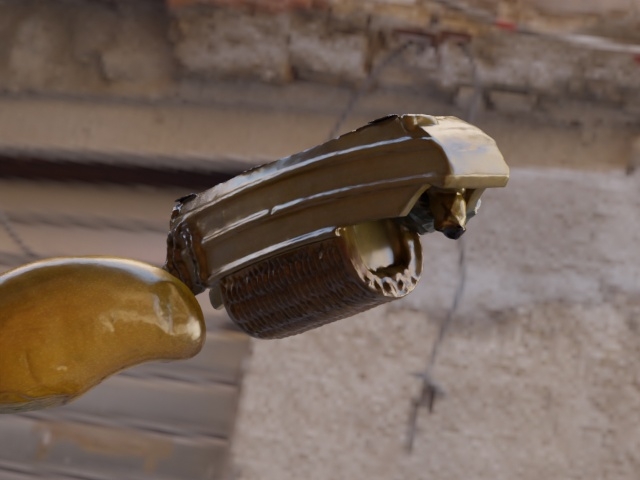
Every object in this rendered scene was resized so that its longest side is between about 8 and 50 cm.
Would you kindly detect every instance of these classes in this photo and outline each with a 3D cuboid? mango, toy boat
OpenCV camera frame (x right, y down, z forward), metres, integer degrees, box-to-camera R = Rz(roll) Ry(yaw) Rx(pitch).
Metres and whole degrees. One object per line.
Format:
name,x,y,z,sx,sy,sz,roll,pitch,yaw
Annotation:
mango,-0.168,0.059,1.027,0.190,0.098,0.075,-13,18,-15
toy boat,0.000,0.000,1.078,0.089,0.115,0.310,-2,-11,-45
